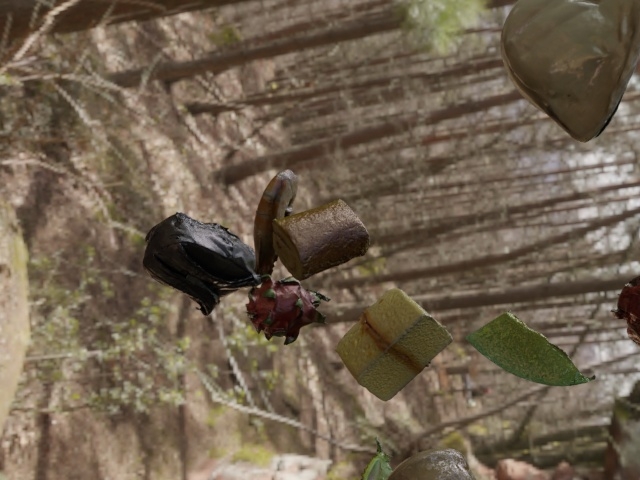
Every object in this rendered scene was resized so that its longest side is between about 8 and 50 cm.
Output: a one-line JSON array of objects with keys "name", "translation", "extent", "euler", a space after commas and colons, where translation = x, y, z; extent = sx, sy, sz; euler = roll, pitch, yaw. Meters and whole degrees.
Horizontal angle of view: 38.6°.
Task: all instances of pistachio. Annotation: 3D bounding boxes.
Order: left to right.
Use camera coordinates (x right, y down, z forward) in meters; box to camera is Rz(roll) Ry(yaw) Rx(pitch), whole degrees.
[{"name": "pistachio", "translation": [0.154, 0.427, 1.409], "extent": [0.138, 0.153, 0.237], "euler": [-72, -175, -79]}]

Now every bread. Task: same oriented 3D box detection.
[{"name": "bread", "translation": [0.000, 0.000, 1.856], "extent": [0.132, 0.172, 0.103], "euler": [53, -33, 29]}, {"name": "bread", "translation": [0.170, 0.242, 2.213], "extent": [0.135, 0.240, 0.178], "euler": [43, 4, -35]}]

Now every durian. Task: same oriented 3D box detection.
[{"name": "durian", "translation": [0.134, 0.525, 1.920], "extent": [0.215, 0.100, 0.086], "euler": [61, 4, 17]}]

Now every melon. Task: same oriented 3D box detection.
[{"name": "melon", "translation": [0.424, 0.224, 1.826], "extent": [0.114, 0.262, 0.053], "euler": [-63, 154, -2]}]

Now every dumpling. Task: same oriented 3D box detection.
[{"name": "dumpling", "translation": [0.497, -0.390, 1.757], "extent": [0.315, 0.233, 0.395], "euler": [126, -32, -46]}]

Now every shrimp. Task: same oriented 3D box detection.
[{"name": "shrimp", "translation": [-0.100, -0.030, 1.993], "extent": [0.152, 0.063, 0.287], "euler": [-53, 160, -51]}]

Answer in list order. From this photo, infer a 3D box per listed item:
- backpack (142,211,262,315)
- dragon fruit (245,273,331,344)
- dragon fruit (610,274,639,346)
[{"name": "backpack", "translation": [-0.175, 0.024, 1.308], "extent": [0.165, 0.120, 0.105], "euler": [43, 27, -44]}, {"name": "dragon fruit", "translation": [-0.060, 0.146, 1.995], "extent": [0.236, 0.135, 0.137], "euler": [9, 43, -42]}, {"name": "dragon fruit", "translation": [0.830, 0.171, 2.006], "extent": [0.342, 0.277, 0.277], "euler": [41, -10, 33]}]
